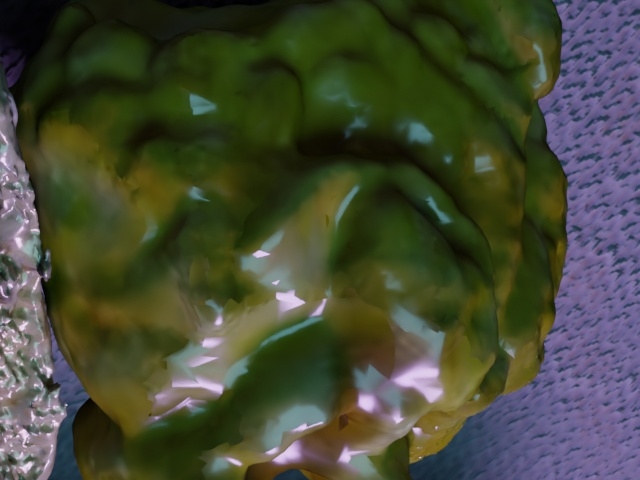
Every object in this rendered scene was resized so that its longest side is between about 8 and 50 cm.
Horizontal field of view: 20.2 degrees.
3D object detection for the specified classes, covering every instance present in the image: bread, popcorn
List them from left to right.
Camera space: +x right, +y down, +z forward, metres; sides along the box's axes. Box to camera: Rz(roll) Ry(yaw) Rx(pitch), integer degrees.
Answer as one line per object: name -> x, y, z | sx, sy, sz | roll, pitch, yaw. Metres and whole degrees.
bread -> -0.158, -0.020, 0.748 | 0.039, 0.182, 0.251 | -18, 131, -21
popcorn -> 0.000, 0.000, 0.779 | 0.250, 0.235, 0.242 | -14, 114, -20
